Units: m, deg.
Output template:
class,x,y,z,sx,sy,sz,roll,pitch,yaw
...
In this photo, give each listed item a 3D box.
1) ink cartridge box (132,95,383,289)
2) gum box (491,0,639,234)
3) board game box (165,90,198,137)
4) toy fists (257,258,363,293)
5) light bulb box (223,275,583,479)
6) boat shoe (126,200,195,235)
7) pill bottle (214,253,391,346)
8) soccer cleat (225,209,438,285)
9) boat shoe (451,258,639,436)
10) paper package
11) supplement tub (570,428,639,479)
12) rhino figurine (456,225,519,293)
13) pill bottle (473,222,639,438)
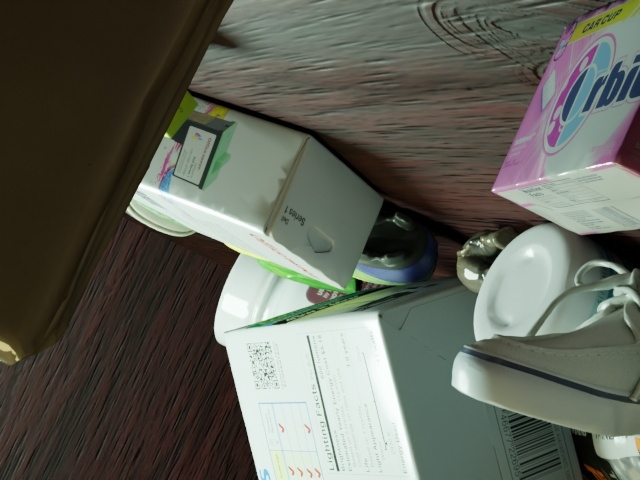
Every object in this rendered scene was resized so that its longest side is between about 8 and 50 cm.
class,x,y,z,sx,sy,sz,roll,pitch,yaw
ink cartridge box,-0.099,-0.066,1.595,0.278,0.117,0.201,21,172,31
gum box,0.161,-0.066,0.762,0.062,0.107,0.188,26,173,-10
board game box,-0.192,-0.169,1.264,0.092,0.043,0.181,18,154,46
toy fists,-0.017,-0.001,1.905,0.142,0.096,0.279,11,170,7
light bulb box,0.097,0.237,1.747,0.225,0.358,0.361,-15,-178,-32
boat shoe,-0.265,-0.122,1.851,0.335,0.112,0.095,38,-177,-41
pill bottle,0.057,0.142,2.170,0.392,0.224,0.224,23,173,14
soccer cleat,0.000,0.001,1.720,0.289,0.093,0.121,11,161,23
boat shoe,0.277,0.079,1.235,0.367,0.156,0.136,8,-174,-28
paper package,-0.244,-0.124,0.880,0.324,0.309,0.168,26,173,-2
supplement tub,0.381,0.203,1.652,0.193,0.194,0.316,25,173,-4
rhino figurine,0.245,0.055,1.518,0.243,0.073,0.106,26,169,-23
pill bottle,0.286,0.099,1.398,0.264,0.146,0.146,28,172,-24
